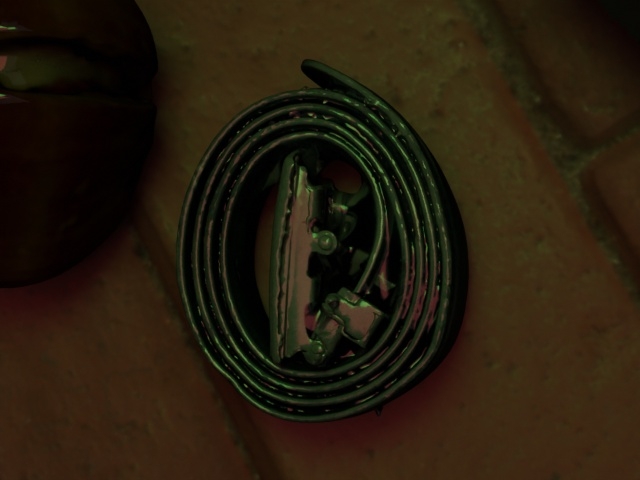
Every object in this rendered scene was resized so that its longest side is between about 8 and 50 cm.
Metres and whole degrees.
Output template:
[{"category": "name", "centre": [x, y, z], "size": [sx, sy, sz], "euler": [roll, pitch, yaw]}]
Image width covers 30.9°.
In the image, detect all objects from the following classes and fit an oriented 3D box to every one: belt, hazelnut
[{"category": "belt", "centre": [0.000, 0.000, 0.850], "size": [0.206, 0.116, 0.267], "euler": [-8, 85, 12]}, {"category": "hazelnut", "centre": [-0.226, -0.090, 0.865], "size": [0.217, 0.217, 0.251], "euler": [6, 94, 10]}]

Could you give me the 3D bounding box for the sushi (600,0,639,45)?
[{"category": "sushi", "centre": [0.356, -0.231, 0.840], "size": [0.373, 0.100, 0.296], "euler": [-43, 88, -8]}]
